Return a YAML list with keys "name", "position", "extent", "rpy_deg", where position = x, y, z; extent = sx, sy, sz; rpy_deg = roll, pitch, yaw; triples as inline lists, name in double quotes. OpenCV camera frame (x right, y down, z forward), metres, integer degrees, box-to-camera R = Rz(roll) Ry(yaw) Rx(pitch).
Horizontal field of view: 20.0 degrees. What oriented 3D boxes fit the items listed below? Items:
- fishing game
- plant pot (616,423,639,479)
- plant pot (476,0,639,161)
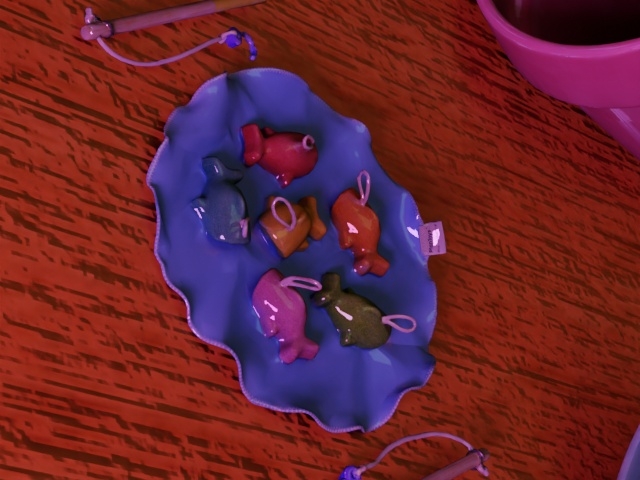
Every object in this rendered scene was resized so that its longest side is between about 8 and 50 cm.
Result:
- name: "fishing game"
  position: [0.000, 0.000, 0.846]
  extent: [0.189, 0.041, 0.264]
  rpy_deg: [-15, 80, -52]
- name: "plant pot"
  position: [0.322, 0.185, 0.933]
  extent: [0.235, 0.293, 0.293]
  rpy_deg: [39, 38, -54]
- name: "plant pot"
  position: [0.217, -0.134, 1.091]
  extent: [0.180, 0.201, 0.201]
  rpy_deg: [49, 34, -44]
